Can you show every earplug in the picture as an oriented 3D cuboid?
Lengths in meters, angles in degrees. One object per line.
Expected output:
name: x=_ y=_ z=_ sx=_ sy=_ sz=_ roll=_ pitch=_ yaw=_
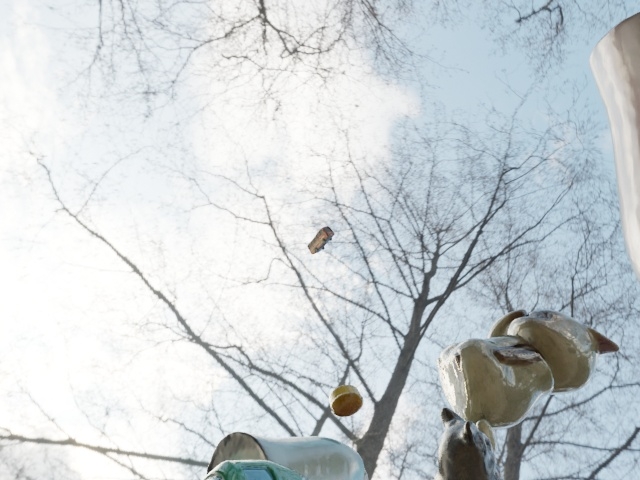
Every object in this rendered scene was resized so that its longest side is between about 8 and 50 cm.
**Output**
earplug: x=0.353 y=-0.050 z=0.455 sx=0.172 sy=0.172 sz=0.301 roll=-2 pitch=-102 yaw=29
earplug: x=-0.037 y=0.457 z=0.947 sx=0.185 sy=0.324 sz=0.185 roll=-14 pitch=-112 yaw=39

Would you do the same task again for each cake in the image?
cake: x=0.062 y=0.392 z=1.192 sx=0.084 sy=0.084 sz=0.044 roll=-63 pitch=-152 yaw=22

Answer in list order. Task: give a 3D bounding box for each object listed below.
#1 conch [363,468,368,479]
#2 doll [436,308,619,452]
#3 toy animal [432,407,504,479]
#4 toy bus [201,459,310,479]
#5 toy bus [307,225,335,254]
conch: x=0.054 y=0.663 z=1.317 sx=0.162 sy=0.178 sz=0.245 roll=-9 pitch=-63 yaw=6
doll: x=0.425 y=0.275 z=1.080 sx=0.226 sy=0.370 sz=0.215 roll=56 pitch=-18 yaw=24
toy animal: x=0.118 y=0.266 z=0.441 sx=0.117 sy=0.121 sz=0.210 roll=-12 pitch=-100 yaw=-13
toy bus: x=-0.143 y=0.431 z=0.569 sx=0.343 sy=0.199 sz=0.183 roll=-46 pitch=-140 yaw=1
toy bus: x=0.000 y=0.000 z=1.412 sx=0.043 sy=0.031 sz=0.110 roll=57 pitch=-40 yaw=15
